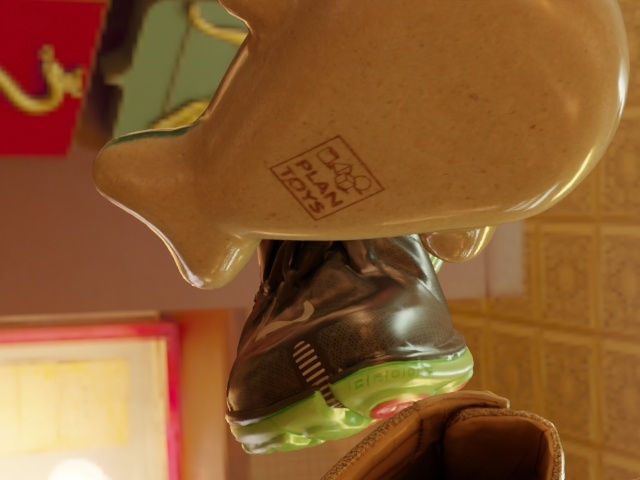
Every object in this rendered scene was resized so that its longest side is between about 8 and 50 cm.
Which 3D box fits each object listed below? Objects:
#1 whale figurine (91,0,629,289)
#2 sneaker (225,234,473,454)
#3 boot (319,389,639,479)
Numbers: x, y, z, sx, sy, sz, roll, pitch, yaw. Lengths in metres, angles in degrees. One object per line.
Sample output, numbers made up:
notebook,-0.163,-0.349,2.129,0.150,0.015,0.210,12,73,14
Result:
whale figurine,0.019,-0.078,0.749,0.272,0.216,0.141,-28,-147,25
sneaker,0.000,0.000,1.106,0.483,0.185,0.202,-86,153,-69
boot,0.090,0.128,0.605,0.095,0.261,0.203,58,-21,34
